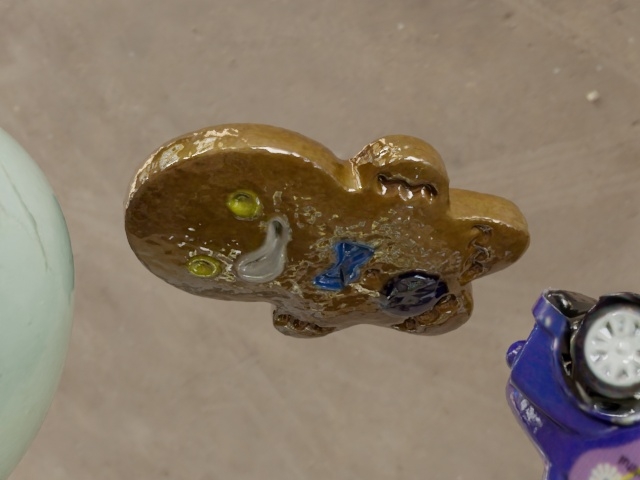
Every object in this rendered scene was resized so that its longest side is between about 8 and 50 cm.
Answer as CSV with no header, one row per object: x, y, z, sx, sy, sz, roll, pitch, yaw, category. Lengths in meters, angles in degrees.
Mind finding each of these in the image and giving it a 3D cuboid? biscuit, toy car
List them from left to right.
0.000,0.000,0.848,0.236,0.039,0.180,14,138,-17,biscuit
0.193,0.133,0.795,0.235,0.172,0.158,42,102,25,toy car

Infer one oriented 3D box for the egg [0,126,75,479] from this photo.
-0.194,0.038,0.567,0.264,0.183,0.183,-36,89,45,egg
